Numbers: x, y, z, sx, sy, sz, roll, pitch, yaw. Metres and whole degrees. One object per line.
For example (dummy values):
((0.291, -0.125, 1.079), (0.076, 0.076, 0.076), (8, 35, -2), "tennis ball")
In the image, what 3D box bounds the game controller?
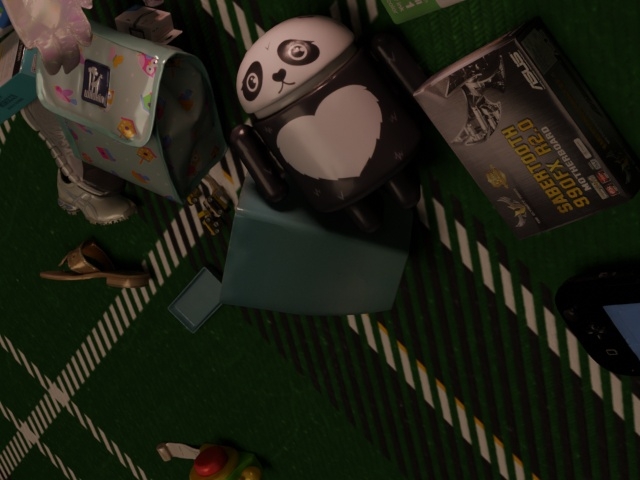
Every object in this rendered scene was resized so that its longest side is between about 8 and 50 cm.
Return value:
((0.437, 0.097, 1.422), (0.319, 0.067, 0.166), (-9, 119, 48), "game controller")

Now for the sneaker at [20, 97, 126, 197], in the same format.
((-0.388, -0.178, 1.917), (0.229, 0.086, 0.132), (46, 141, -1), "sneaker")

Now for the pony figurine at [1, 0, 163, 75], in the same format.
((-0.294, -0.430, 1.463), (0.363, 0.303, 0.351), (-23, 109, 29), "pony figurine")

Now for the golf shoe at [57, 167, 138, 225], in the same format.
((-0.388, -0.080, 2.029), (0.176, 0.069, 0.086), (15, 128, 32), "golf shoe")

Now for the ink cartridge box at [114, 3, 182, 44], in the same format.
((-0.242, -0.304, 1.685), (0.083, 0.048, 0.028), (19, 137, 28), "ink cartridge box")

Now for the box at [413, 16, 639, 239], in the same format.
((0.243, -0.125, 1.397), (0.231, 0.056, 0.183), (53, 142, -11), "box")

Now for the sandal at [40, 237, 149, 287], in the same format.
((-0.409, 0.035, 2.171), (0.240, 0.088, 0.079), (5, 98, 32), "sandal")

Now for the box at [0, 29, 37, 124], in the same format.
((-0.495, -0.264, 1.911), (0.060, 0.100, 0.244), (19, 157, -33), "box")

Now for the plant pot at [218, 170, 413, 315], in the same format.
((0.000, 0.000, 1.623), (0.234, 0.166, 0.165), (13, 128, -2), "plant pot")

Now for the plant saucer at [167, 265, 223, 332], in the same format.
((-0.208, 0.102, 2.074), (0.067, 0.018, 0.192), (45, 143, -1), "plant saucer")

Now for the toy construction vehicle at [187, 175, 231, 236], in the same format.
((-0.178, -0.060, 1.880), (0.098, 0.035, 0.086), (50, 154, -4), "toy construction vehicle")

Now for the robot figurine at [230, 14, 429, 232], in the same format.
((0.017, -0.147, 1.488), (0.278, 0.209, 0.173), (54, 155, -14), "robot figurine")

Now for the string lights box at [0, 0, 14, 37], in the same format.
((-0.463, -0.423, 1.754), (0.133, 0.077, 0.259), (47, 143, -5), "string lights box")

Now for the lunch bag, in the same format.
((-0.273, -0.202, 1.695), (0.223, 0.160, 0.262), (24, 153, 24), "lunch bag")

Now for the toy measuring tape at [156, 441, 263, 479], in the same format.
((-0.243, 0.465, 2.378), (0.330, 0.121, 0.121), (-2, 124, 44), "toy measuring tape")

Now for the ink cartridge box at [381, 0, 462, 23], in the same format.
((0.192, -0.330, 1.123), (0.278, 0.201, 0.117), (-10, 119, 47), "ink cartridge box")
